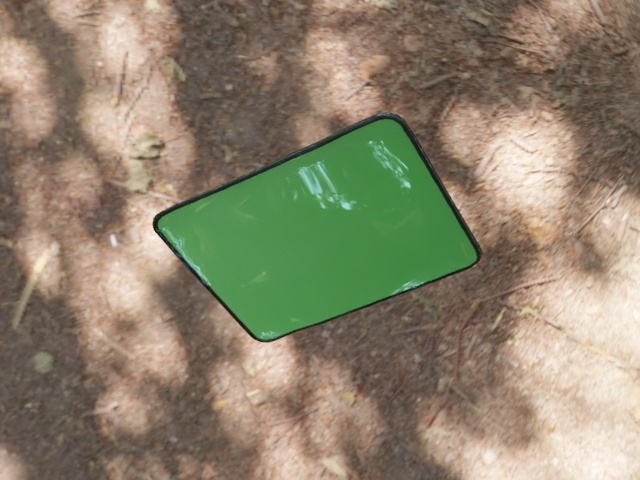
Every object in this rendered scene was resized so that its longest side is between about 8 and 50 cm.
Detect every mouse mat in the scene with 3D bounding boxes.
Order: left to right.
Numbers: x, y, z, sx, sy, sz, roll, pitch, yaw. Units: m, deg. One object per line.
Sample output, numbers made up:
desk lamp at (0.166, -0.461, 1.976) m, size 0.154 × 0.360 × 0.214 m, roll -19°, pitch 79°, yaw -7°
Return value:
mouse mat at (0.000, 0.000, 0.638) m, size 0.189 × 0.007 × 0.153 m, roll -21°, pitch 130°, yaw 19°
